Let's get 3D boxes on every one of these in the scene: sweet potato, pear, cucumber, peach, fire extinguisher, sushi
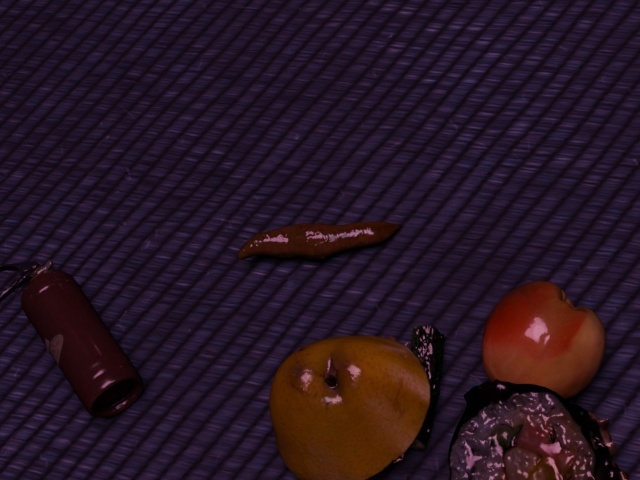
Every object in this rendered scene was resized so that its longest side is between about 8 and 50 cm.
[{"bbox_3d":[0.000,0.000,2.133,0.274,0.067,0.067,-6,62,4],"label":"sweet potato"},{"bbox_3d":[0.013,0.223,1.926,0.267,0.178,0.267,-17,53,24],"label":"pear"},{"bbox_3d":[0.155,0.224,1.983,0.058,0.058,0.187,3,65,15],"label":"cucumber"},{"bbox_3d":[0.323,0.155,1.915,0.184,0.184,0.184,-6,63,11],"label":"peach"},{"bbox_3d":[-0.431,0.144,2.139,0.138,0.102,0.344,-38,62,-5],"label":"fire extinguisher"},{"bbox_3d":[0.302,0.318,1.814,0.238,0.218,0.225,-8,72,35],"label":"sushi"}]
